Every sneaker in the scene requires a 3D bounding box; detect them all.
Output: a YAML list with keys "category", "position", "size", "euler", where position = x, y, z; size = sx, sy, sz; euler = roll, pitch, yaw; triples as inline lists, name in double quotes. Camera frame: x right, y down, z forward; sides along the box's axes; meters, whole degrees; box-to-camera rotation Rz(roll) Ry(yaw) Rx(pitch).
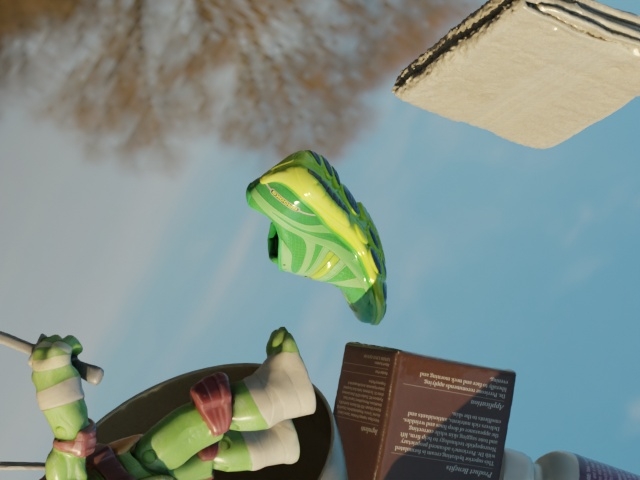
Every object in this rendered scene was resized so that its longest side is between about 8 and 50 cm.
- category: "sneaker"
  position: [0.000, 0.000, 2.256]
  size: [0.123, 0.295, 0.109]
  euler: [-18, -137, 18]

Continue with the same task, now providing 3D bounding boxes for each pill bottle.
- category: "pill bottle"
  position: [0.353, 0.376, 2.362]
  size: [0.169, 0.301, 0.169]
  euler: [-160, -90, -81]

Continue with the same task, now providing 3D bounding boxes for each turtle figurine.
- category: "turtle figurine"
  position: [-0.158, 0.126, 1.339]
  size: [0.274, 0.266, 0.198]
  euler: [-137, -144, -54]

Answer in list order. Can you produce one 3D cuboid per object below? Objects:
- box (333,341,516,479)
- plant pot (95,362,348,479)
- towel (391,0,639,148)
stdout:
- category: "box"
  position: [0.117, 0.239, 2.193]
  size: [0.167, 0.168, 0.203]
  euler: [-178, -80, -68]
- category: "plant pot"
  position: [-0.090, 0.276, 1.636]
  size: [0.284, 0.191, 0.284]
  euler: [-16, -146, 11]
- category: "towel"
  position: [0.208, -0.169, 1.736]
  size: [0.282, 0.187, 0.049]
  euler: [-32, -136, 61]
